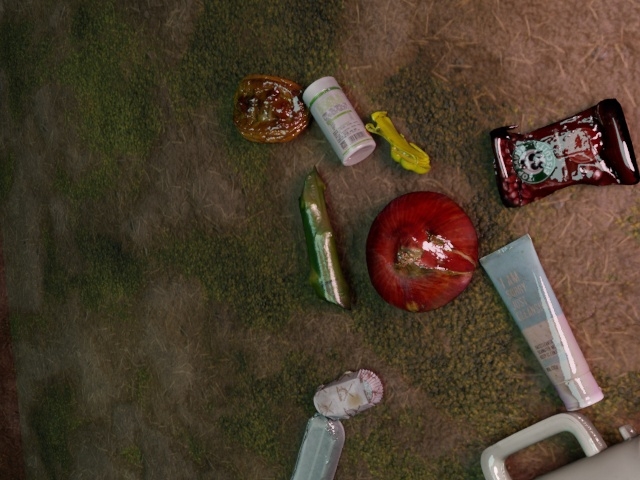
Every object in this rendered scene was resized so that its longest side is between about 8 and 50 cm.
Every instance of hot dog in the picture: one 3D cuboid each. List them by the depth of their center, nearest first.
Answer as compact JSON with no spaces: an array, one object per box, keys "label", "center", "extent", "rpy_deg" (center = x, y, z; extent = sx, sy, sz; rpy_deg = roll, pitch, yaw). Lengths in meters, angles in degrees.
[{"label":"hot dog","center":[0.065,0.360,1.286],"extent":[0.192,0.053,0.099],"rpy_deg":[-33,78,31]},{"label":"hot dog","center":[-0.125,-0.311,1.307],"extent":[0.227,0.099,0.160],"rpy_deg":[7,101,32]}]

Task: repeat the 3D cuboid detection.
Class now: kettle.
[{"label":"kettle","center":[0.445,0.454,0.928],"extent":[0.265,0.205,0.318],"rpy_deg":[50,125,4]}]

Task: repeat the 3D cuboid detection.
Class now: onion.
[{"label":"onion","center":[0.190,0.021,1.097],"extent":[0.248,0.161,0.248],"rpy_deg":[-16,68,48]}]

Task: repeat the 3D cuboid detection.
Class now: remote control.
[{"label":"remote control","center":[-0.010,0.540,1.364],"extent":[0.104,0.052,0.247],"rpy_deg":[22,106,30]}]

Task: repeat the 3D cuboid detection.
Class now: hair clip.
[{"label":"hair clip","center":[0.161,-0.196,1.131],"extent":[0.173,0.072,0.046],"rpy_deg":[51,132,24]}]

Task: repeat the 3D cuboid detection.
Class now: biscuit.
[{"label":"biscuit","center":[0.414,-0.148,0.958],"extent":[0.235,0.063,0.151],"rpy_deg":[-11,89,39]}]

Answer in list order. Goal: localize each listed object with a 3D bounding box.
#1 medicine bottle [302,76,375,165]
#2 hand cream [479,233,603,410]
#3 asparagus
[{"label":"medicine bottle","center":[0.041,-0.259,1.199],"extent":[0.086,0.086,0.183],"rpy_deg":[-38,74,33]},{"label":"hand cream","center":[0.406,0.148,1.005],"extent":[0.111,0.070,0.312],"rpy_deg":[-38,71,38]},{"label":"asparagus","center":[0.001,0.000,1.266],"extent":[0.085,0.082,0.343],"rpy_deg":[-19,84,40]}]
